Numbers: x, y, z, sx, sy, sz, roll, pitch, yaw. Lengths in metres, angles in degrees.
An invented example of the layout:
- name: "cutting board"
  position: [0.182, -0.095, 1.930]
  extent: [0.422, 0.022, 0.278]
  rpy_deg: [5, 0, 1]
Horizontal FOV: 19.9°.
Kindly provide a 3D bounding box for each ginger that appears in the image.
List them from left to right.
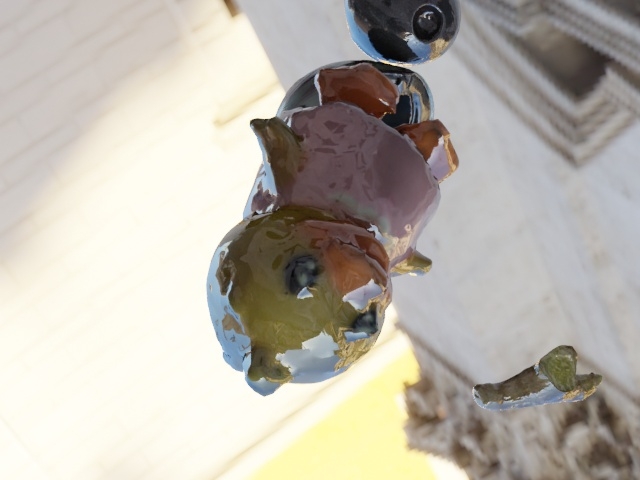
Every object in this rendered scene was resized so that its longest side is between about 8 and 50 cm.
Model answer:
- name: "ginger"
  position: [0.157, 0.100, 1.277]
  extent: [0.097, 0.048, 0.030]
  rpy_deg: [-5, -138, -16]

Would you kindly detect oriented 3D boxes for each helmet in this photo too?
- name: "helmet"
  position: [0.018, -0.107, 1.741]
  extent: [0.107, 0.153, 0.177]
  rpy_deg: [28, -151, 25]

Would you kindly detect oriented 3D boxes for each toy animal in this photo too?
- name: "toy animal"
  position: [-0.003, 0.003, 1.429]
  extent: [0.169, 0.195, 0.281]
  rpy_deg: [-32, -153, 39]

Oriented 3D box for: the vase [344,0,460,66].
- name: "vase"
  position: [0.101, -0.251, 1.739]
  extent: [0.183, 0.120, 0.120]
  rpy_deg: [-50, -150, 38]
